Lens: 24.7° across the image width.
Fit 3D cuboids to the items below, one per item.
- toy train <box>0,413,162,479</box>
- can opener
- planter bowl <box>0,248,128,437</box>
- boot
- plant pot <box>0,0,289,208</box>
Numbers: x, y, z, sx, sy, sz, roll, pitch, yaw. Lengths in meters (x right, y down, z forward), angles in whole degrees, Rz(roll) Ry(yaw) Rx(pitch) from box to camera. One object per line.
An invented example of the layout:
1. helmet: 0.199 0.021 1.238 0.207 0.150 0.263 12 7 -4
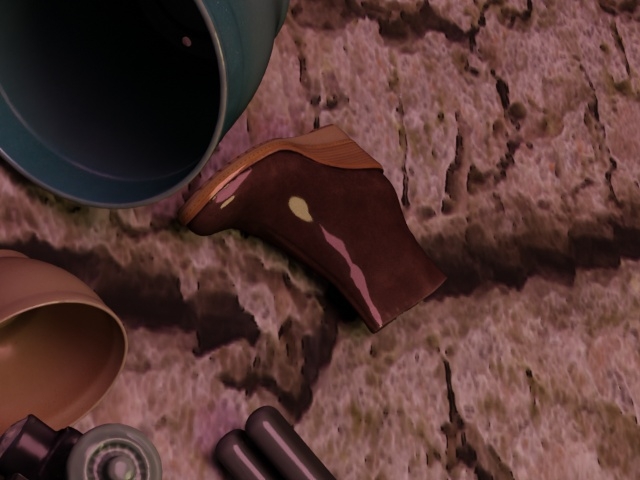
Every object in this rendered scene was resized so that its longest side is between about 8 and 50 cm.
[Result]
1. toy train: -0.142 0.286 1.147 0.334 0.142 0.190 40 62 -11
2. can opener: 0.019 0.267 1.309 0.280 0.074 0.093 48 15 -4
3. planter bowl: -0.252 0.076 1.180 0.162 0.162 0.109 -7 44 -36
4. boot: 0.000 0.000 1.415 0.248 0.090 0.207 -26 79 -44
5. plant pot: -0.157 -0.206 1.328 0.271 0.271 0.255 45 36 -4
